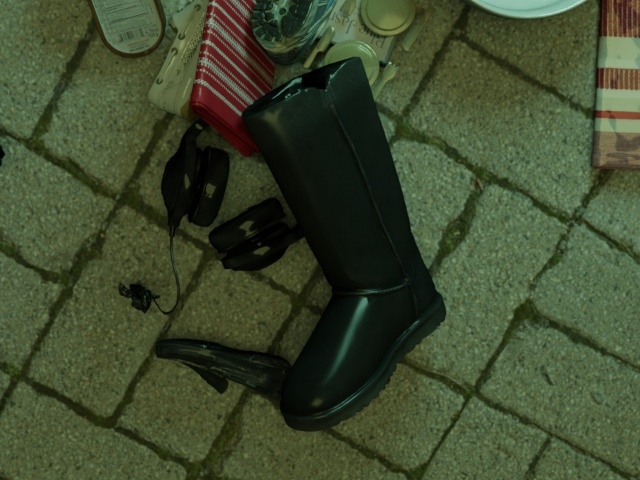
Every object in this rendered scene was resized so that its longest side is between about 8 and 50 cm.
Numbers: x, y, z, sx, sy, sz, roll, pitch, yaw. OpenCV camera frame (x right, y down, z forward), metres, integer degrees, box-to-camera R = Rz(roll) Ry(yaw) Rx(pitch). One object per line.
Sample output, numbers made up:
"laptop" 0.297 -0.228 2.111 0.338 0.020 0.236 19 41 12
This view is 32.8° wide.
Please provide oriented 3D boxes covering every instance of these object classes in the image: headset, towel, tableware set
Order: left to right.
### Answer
"headset" -0.159 -0.045 1.707 0.243 0.185 0.394 42 78 -11
"towel" -0.121 -0.280 1.595 0.031 0.199 0.275 -1 72 24
"tableware set" 0.077 -0.311 1.695 0.128 0.039 0.194 33 89 4
"towel" 0.563 -0.277 1.762 0.237 0.037 0.329 2 96 -3

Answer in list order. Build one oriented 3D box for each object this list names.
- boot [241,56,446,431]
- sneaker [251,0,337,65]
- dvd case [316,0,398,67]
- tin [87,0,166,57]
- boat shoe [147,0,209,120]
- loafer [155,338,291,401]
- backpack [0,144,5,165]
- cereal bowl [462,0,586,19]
"boot" 0.001 -0.001 1.592 0.146 0.367 0.445 0 119 39
"sneaker" -0.017 -0.391 1.652 0.110 0.122 0.283 25 74 16
"dvd case" 0.067 -0.422 1.709 0.180 0.022 0.253 21 96 -7
"tin" -0.298 -0.367 1.646 0.106 0.040 0.189 -18 122 -3
"boat shoe" -0.188 -0.324 1.656 0.096 0.098 0.277 20 80 12
"loafer" -0.158 0.207 1.748 0.223 0.076 0.078 13 89 -10
"backpack" -0.571 -0.175 1.634 0.115 0.152 0.182 -34 87 -9
"cereal bowl" 0.296 -0.503 1.652 0.339 0.141 0.339 -1 98 -8
